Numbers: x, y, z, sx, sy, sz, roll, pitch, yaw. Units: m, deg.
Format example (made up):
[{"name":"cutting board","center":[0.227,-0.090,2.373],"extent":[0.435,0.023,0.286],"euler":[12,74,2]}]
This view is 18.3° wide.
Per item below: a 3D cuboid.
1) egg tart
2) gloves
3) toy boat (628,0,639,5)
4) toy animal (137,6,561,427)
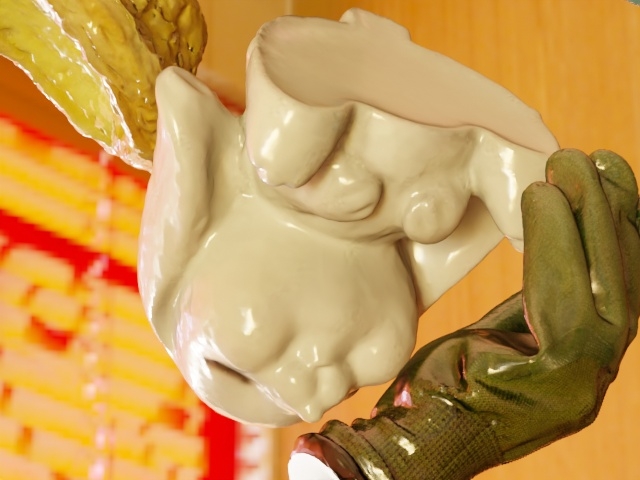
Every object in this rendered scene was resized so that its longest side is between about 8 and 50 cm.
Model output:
[{"name":"egg tart","center":[-0.178,-0.181,1.530],"extent":[0.294,0.123,0.294],"euler":[42,-14,13]},{"name":"gloves","center":[0.095,0.060,1.013],"extent":[0.107,0.268,0.135],"euler":[45,-27,-4]},{"name":"toy boat","center":[0.372,-0.213,1.704],"extent":[0.238,0.098,0.109],"euler":[23,13,10]},{"name":"toy animal","center":[0.000,0.000,1.290],"extent":[0.272,0.206,0.265],"euler":[9,-58,-25]}]
